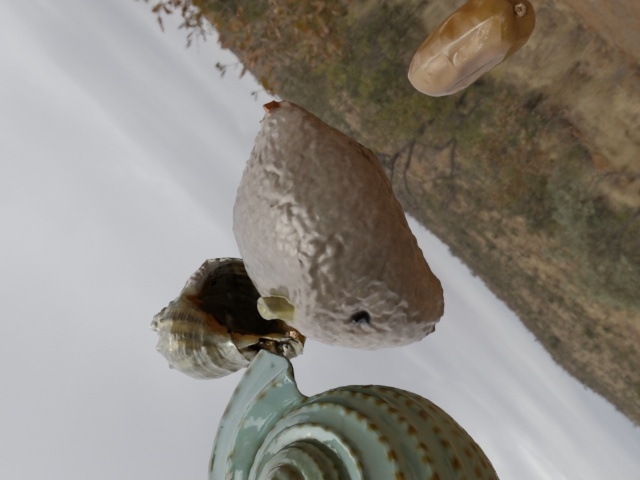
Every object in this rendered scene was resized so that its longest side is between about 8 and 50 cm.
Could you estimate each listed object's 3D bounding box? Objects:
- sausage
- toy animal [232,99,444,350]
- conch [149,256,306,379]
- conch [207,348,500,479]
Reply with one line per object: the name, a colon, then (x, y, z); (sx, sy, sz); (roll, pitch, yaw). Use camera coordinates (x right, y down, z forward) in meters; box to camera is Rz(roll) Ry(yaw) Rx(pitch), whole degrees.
sausage: (0.259, -0.342, 1.060); (0.120, 0.241, 0.136); (47, -133, -11)
toy animal: (-0.003, -0.006, 0.791); (0.358, 0.226, 0.188); (64, -158, 1)
conch: (-0.163, 0.152, 1.099); (0.291, 0.210, 0.159); (9, 159, 6)
conch: (0.020, 0.254, 0.542); (0.303, 0.215, 0.319); (16, 142, 42)
